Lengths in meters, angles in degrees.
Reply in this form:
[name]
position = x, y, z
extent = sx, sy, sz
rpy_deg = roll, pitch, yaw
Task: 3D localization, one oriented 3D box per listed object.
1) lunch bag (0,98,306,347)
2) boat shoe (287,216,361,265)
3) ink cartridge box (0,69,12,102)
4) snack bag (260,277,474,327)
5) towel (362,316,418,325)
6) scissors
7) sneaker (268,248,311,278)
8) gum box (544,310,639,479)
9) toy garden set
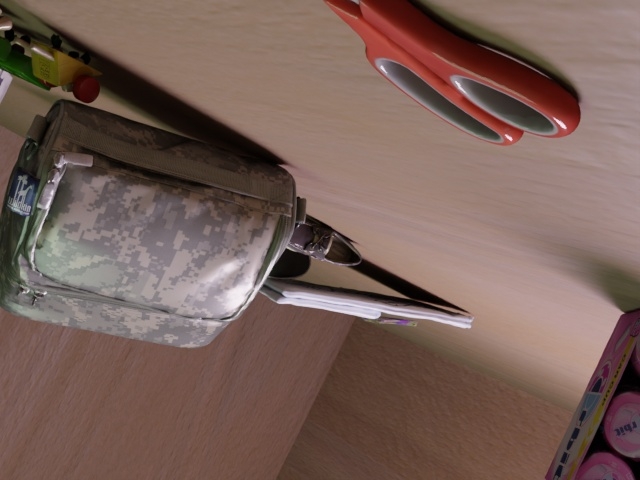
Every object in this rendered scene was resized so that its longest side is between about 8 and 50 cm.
[lunch bag]
position = -0.200, -0.026, 1.096
extent = 0.305, 0.213, 0.256
rpy_deg = 15, 147, -23
[boat shoe]
position = 0.000, 0.000, 1.436
extent = 0.152, 0.056, 0.049
rpy_deg = 19, 176, -38
[ink cartridge box]
position = -0.550, -0.252, 1.395
extent = 0.171, 0.100, 0.237
rpy_deg = 28, 174, -9
[snack bag]
position = 0.060, 0.110, 1.747
extent = 0.342, 0.037, 0.323
rpy_deg = 10, 180, -14
[towel]
position = 0.120, 0.139, 1.701
extent = 0.083, 0.010, 0.060
rpy_deg = 7, 179, -34
[scissors]
position = 0.003, -0.117, 0.451
extent = 0.297, 0.021, 0.109
rpy_deg = 28, 177, -28
[sneaker]
position = -0.113, -0.005, 1.607
extent = 0.295, 0.105, 0.147
rpy_deg = 35, 176, -29
[gum box]
position = 0.273, 0.160, 0.887
extent = 0.062, 0.188, 0.107
rpy_deg = 26, 175, 6
[toy garden set]
position = -0.340, -0.224, 0.964
extent = 0.203, 0.049, 0.244
rpy_deg = 25, 174, 33
